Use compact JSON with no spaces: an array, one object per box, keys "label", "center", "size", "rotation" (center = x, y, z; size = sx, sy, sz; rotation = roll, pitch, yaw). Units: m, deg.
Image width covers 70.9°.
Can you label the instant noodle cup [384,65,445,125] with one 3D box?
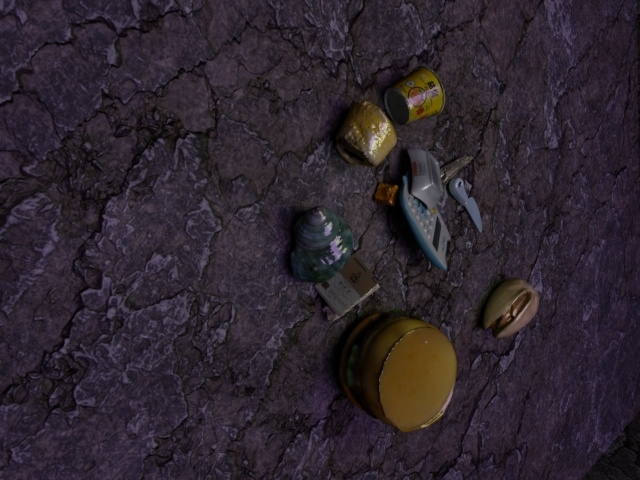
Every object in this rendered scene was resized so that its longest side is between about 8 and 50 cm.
[{"label":"instant noodle cup","center":[0.316,-0.492,1.565],"size":[0.144,0.182,0.182],"rotation":[-31,113,-18]}]

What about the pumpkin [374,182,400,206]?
[{"label":"pumpkin","center":[0.237,-0.163,1.603],"size":[0.054,0.083,0.074],"rotation":[34,78,-50]}]

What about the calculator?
[{"label":"calculator","center":[0.385,-0.085,1.671],"size":[0.386,0.055,0.256],"rotation":[57,36,-28]}]

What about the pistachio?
[{"label":"pistachio","center":[0.855,0.305,2.037],"size":[0.318,0.214,0.193],"rotation":[-42,74,-12]}]

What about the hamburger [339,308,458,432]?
[{"label":"hamburger","center":[0.252,0.434,1.572],"size":[0.396,0.278,0.394],"rotation":[-2,94,-32]}]

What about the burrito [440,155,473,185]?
[{"label":"burrito","center":[0.530,-0.282,1.801],"size":[0.230,0.063,0.058],"rotation":[-33,141,-29]}]

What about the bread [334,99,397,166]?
[{"label":"bread","center":[0.146,-0.342,1.458],"size":[0.197,0.197,0.170],"rotation":[40,80,-32]}]

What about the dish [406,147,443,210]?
[{"label":"dish","center":[0.387,-0.234,1.631],"size":[0.151,0.077,0.212],"rotation":[33,48,-44]}]

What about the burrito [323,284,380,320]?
[{"label":"burrito","center":[0.104,0.194,1.566],"size":[0.226,0.060,0.087],"rotation":[-36,86,-23]}]

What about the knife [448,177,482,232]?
[{"label":"knife","center":[0.629,-0.153,1.906],"size":[0.331,0.044,0.080],"rotation":[43,65,-37]}]

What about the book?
[{"label":"book","center":[0.091,0.148,1.537],"size":[0.199,0.016,0.138],"rotation":[-37,80,-25]}]

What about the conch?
[{"label":"conch","center":[0.000,0.000,1.415],"size":[0.221,0.195,0.277],"rotation":[-21,140,-22]}]
